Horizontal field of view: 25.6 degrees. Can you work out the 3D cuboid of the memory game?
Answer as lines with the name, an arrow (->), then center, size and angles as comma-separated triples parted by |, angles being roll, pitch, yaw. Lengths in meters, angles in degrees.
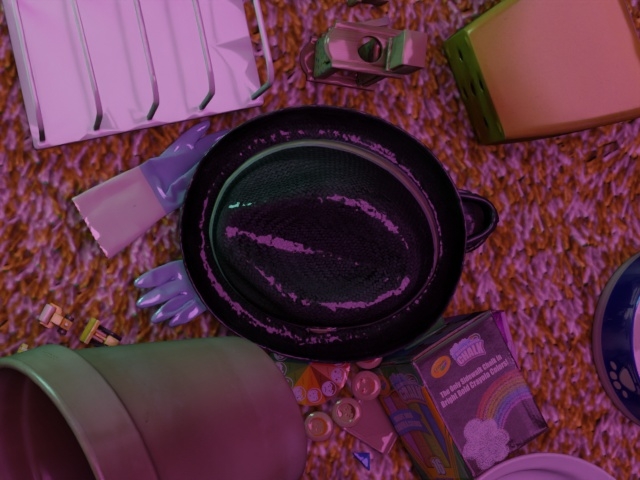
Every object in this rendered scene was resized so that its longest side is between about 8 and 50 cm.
memory game -> -0.015, 0.150, 1.695 | 0.186, 0.012, 0.186 | -1, 83, 9

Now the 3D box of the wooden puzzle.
wooden puzzle -> 0.068, 0.220, 1.755 | 0.078, 0.014, 0.116 | 39, 74, -7

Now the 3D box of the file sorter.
file sorter -> -0.209, -0.230, 1.598 | 0.277, 0.173, 0.193 | -12, 91, -10

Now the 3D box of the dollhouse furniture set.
dollhouse furniture set -> 0.053, -0.278, 1.694 | 0.101, 0.182, 0.161 | 7, 85, -17

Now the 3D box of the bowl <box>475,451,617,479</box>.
bowl -> 0.253, 0.405, 1.737 | 0.298, 0.134, 0.298 | 1, 86, -16

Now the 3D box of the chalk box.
chalk box -> 0.153, 0.169, 1.715 | 0.132, 0.132, 0.213 | -29, 94, -26

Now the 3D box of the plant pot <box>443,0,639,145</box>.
plant pot -> 0.273, -0.221, 1.759 | 0.187, 0.212, 0.212 | -21, 93, -5

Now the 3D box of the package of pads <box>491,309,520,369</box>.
package of pads -> 0.220, 0.133, 1.798 | 0.050, 0.032, 0.083 | -15, 91, -20

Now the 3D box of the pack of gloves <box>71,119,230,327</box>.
pack of gloves -> -0.161, -0.020, 1.694 | 0.232, 0.046, 0.195 | -34, 98, -27

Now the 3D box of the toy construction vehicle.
toy construction vehicle -> -0.291, 0.123, 1.638 | 0.098, 0.035, 0.086 | 34, 77, -12

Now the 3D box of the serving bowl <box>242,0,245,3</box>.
serving bowl -> -0.133, -0.304, 1.719 | 0.083, 0.027, 0.083 | 1, 85, -17

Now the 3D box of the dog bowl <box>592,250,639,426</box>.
dog bowl -> 0.497, 0.129, 1.847 | 0.265, 0.104, 0.265 | 1, 86, -17

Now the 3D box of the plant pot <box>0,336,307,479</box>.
plant pot -> -0.180, 0.236, 1.550 | 0.280, 0.323, 0.323 | -21, 93, -34

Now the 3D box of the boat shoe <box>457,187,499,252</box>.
boat shoe -> 0.063, -0.015, 1.708 | 0.340, 0.113, 0.127 | 2, 86, -21

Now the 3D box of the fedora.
fedora -> 0.000, 0.000, 1.576 | 0.334, 0.152, 0.334 | 0, 96, 2
